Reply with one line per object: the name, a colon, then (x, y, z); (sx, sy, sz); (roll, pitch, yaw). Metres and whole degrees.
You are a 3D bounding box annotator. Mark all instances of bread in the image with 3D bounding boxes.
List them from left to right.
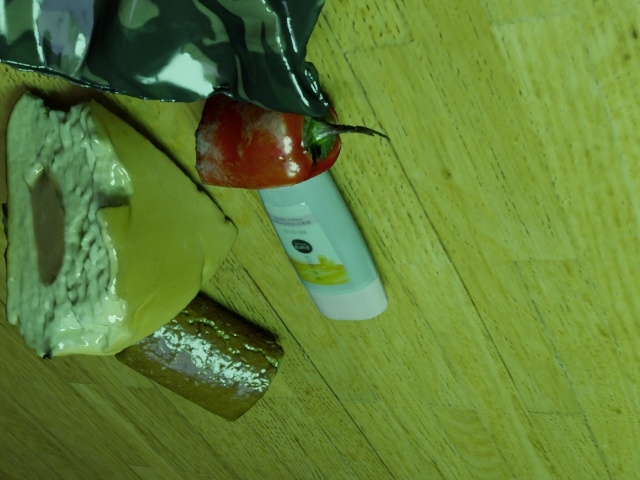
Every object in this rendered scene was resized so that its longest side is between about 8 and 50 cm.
bread: (-0.238, 0.002, 0.899); (0.184, 0.211, 0.224); (5, 145, 36)
bread: (-0.143, 0.130, 1.092); (0.172, 0.103, 0.132); (31, 144, -10)

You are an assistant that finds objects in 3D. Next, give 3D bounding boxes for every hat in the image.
hat: (-0.137, -0.246, 0.603); (0.366, 0.257, 0.381); (12, 115, -23)

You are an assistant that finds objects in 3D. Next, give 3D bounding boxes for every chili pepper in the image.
chili pepper: (-0.026, -0.087, 0.767); (0.192, 0.084, 0.086); (4, 133, 32)

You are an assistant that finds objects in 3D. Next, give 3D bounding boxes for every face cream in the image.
face cream: (0.000, 0.000, 0.884); (0.084, 0.057, 0.198); (1, 137, 29)
